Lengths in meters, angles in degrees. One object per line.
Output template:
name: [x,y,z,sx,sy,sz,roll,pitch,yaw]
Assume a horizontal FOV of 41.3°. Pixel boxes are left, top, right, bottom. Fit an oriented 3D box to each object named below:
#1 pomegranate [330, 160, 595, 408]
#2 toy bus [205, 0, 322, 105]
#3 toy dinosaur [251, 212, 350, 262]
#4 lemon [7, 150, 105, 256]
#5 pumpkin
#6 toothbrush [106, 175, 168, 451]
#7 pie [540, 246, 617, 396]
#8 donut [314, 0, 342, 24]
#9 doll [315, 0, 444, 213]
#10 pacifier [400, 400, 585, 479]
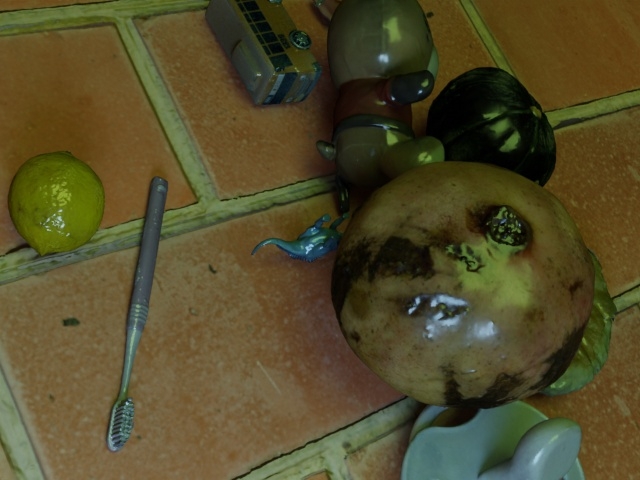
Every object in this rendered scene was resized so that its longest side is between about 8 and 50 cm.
pomegranate: [0.172,0.051,1.039,0.322,0.322,0.322,13,59,-22]
toy bus: [-0.085,-0.287,1.232,0.103,0.091,0.182,-21,74,-33]
toy dinosaur: [0.000,0.000,1.130,0.197,0.080,0.045,-6,63,-36]
lemon: [-0.302,-0.046,0.975,0.109,0.109,0.133,13,65,-22]
pumpkin: [0.259,-0.155,1.285,0.220,0.161,0.221,40,35,-35]
toothbrush: [-0.212,0.073,1.009,0.024,0.029,0.354,24,54,-32]
pie: [0.323,0.079,1.268,0.306,0.071,0.307,15,58,-25]
donut: [0.075,-0.377,1.383,0.166,0.065,0.117,-20,74,-33]
doll: [0.082,-0.208,1.213,0.174,0.235,0.330,0,72,2]
pacifier: [0.230,0.269,1.031,0.278,0.207,0.228,-15,68,-34]
